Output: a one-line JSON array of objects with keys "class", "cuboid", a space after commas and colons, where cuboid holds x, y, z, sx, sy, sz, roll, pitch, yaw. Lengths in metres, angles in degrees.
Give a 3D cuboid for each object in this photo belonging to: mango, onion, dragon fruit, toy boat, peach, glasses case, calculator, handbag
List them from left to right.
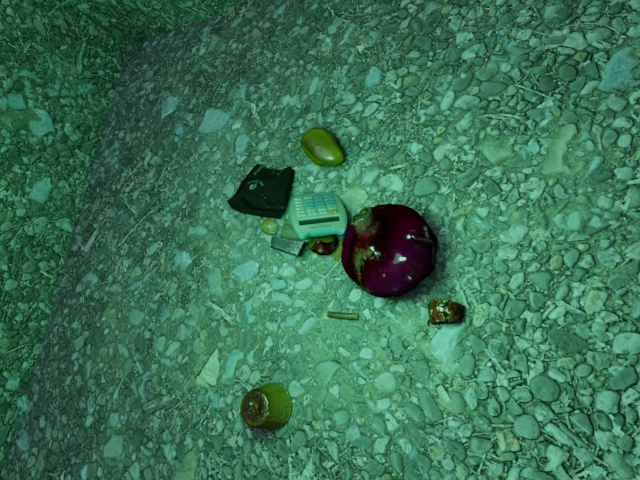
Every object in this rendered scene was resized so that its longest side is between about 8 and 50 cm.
[{"class": "handbag", "cuboid": [-0.294, -0.273, 2.100, 0.343, 0.152, 0.287, 10, 66, 30]}, {"class": "toy boat", "cuboid": [-0.124, -0.048, 1.918, 0.293, 0.111, 0.276, -59, 35, 5]}, {"class": "calculator", "cuboid": [-0.016, -0.125, 1.833, 0.257, 0.054, 0.386, -7, 38, -5]}, {"class": "peach", "cuboid": [-0.003, 0.006, 1.853, 0.172, 0.127, 0.092, 43, 127, 43]}, {"class": "mango", "cuboid": [0.012, -0.459, 2.004, 0.167, 0.130, 0.262, -40, 65, 5]}, {"class": "glasses case", "cuboid": [0.120, 0.019, 1.828, 0.065, 0.041, 0.169, 28, 88, 44]}, {"class": "onion", "cuboid": [0.221, 0.011, 1.553, 0.399, 0.420, 0.397, -18, 59, 33]}, {"class": "dragon fruit", "cuboid": [0.464, 0.271, 1.522, 0.147, 0.096, 0.102, -7, 73, 28]}]

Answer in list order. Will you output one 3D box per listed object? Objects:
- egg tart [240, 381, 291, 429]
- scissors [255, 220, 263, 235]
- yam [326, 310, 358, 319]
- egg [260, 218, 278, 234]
[{"class": "egg tart", "cuboid": [-0.241, 0.709, 1.718, 0.203, 0.147, 0.202, -10, 66, 24]}, {"class": "scissors", "cuboid": [-0.317, -0.066, 2.112, 0.036, 0.006, 0.083, 15, 81, 33]}, {"class": "yam", "cuboid": [0.095, 0.326, 1.741, 0.146, 0.032, 0.032, -1, 73, 29]}, {"class": "egg", "cuboid": [-0.263, -0.071, 2.042, 0.097, 0.080, 0.080, 28, 87, 40]}]
